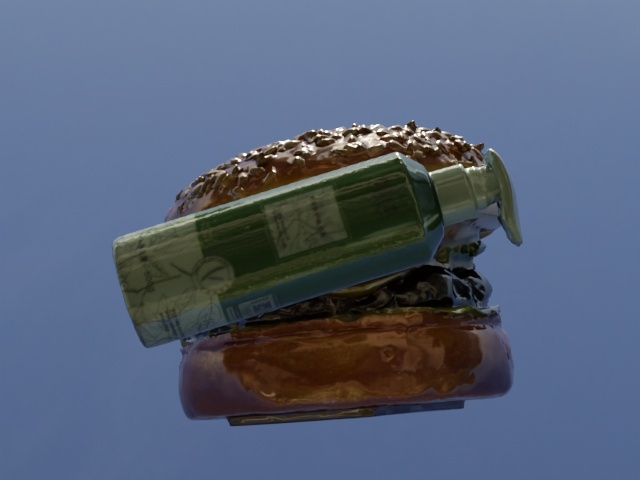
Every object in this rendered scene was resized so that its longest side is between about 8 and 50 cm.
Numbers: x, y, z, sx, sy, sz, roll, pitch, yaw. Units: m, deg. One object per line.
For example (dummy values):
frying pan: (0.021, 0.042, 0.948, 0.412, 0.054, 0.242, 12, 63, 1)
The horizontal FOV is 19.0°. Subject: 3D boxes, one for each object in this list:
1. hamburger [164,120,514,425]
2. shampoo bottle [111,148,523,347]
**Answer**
hamburger: (0.018, 0.028, 1.481, 0.290, 0.291, 0.225, -5, -97, -9)
shampoo bottle: (0.000, 0.000, 0.973, 0.204, 0.065, 0.065, -17, -126, -1)
